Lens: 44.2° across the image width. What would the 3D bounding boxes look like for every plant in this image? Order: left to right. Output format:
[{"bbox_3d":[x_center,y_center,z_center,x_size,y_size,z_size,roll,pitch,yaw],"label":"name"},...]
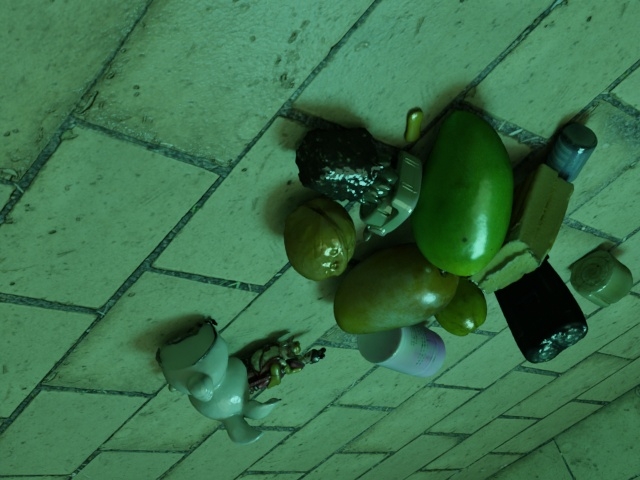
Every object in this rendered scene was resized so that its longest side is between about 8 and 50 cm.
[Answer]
[{"bbox_3d":[0.054,-0.146,1.532,0.195,0.132,0.129,11,139,-35],"label":"plant"}]

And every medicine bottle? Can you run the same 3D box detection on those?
[{"bbox_3d":[0.234,0.299,2.243,0.152,0.152,0.254,-36,144,21],"label":"medicine bottle"},{"bbox_3d":[0.561,-0.172,1.820,0.084,0.083,0.203,-9,143,-19],"label":"medicine bottle"}]

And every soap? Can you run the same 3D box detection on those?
[{"bbox_3d":[0.190,-0.231,1.593,0.034,0.012,0.089,-14,146,-12],"label":"soap"}]

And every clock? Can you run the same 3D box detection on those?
[{"bbox_3d":[0.138,-0.086,1.655,0.062,0.151,0.191,26,140,-17],"label":"clock"}]

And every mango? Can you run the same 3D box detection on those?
[{"bbox_3d":[0.169,0.124,1.913,0.221,0.198,0.384,-20,169,-44],"label":"mango"},{"bbox_3d":[0.297,-0.099,1.666,0.201,0.225,0.381,-15,127,-17],"label":"mango"}]

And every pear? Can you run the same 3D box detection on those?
[{"bbox_3d":[0.383,0.181,2.159,0.149,0.162,0.149,-23,157,-10],"label":"pear"}]

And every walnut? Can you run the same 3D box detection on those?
[{"bbox_3d":[0.000,0.000,1.690,0.159,0.159,0.206,-15,141,-11],"label":"walnut"}]

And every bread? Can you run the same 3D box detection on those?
[{"bbox_3d":[0.454,-0.014,1.818,0.111,0.246,0.239,32,149,-2],"label":"bread"},{"bbox_3d":[0.830,0.112,2.331,0.141,0.134,0.148,26,113,-43],"label":"bread"}]

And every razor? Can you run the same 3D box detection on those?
[{"bbox_3d":[0.559,0.152,2.065,0.189,0.326,0.107,-38,137,23],"label":"razor"}]

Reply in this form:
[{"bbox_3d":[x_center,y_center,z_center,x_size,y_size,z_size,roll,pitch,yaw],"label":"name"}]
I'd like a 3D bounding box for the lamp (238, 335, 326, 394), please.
[{"bbox_3d":[-0.116,0.326,2.115,0.253,0.118,0.118,-24,147,15],"label":"lamp"}]

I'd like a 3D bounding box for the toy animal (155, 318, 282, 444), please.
[{"bbox_3d":[-0.263,0.358,1.981,0.183,0.247,0.310,-42,128,-19],"label":"toy animal"}]
